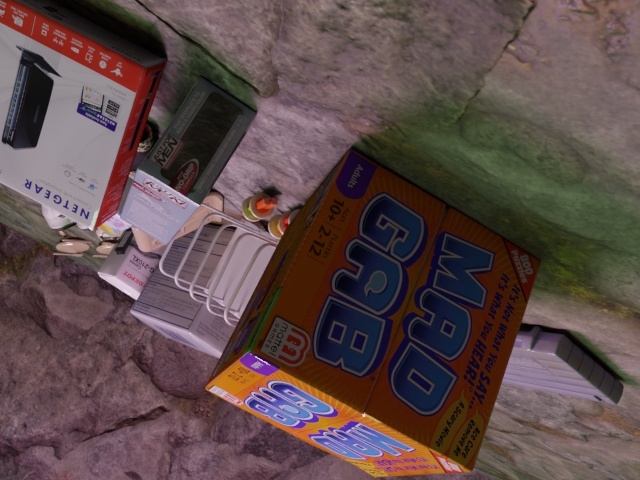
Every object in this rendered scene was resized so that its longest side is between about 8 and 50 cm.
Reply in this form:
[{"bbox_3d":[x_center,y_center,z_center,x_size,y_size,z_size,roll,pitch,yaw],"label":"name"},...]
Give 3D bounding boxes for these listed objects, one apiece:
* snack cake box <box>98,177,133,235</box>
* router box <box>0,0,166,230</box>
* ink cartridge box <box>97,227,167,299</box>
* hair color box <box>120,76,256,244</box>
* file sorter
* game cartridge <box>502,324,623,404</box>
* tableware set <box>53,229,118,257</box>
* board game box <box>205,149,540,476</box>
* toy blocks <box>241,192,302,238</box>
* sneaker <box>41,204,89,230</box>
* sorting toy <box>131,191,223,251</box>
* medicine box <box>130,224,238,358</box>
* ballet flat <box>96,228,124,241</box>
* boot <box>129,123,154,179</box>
[{"bbox_3d":[-0.462,-0.106,1.691,0.089,0.152,0.264,37,161,-19],"label":"snack cake box"},{"bbox_3d":[-0.451,-0.224,1.165,0.335,0.301,0.082,27,-154,2],"label":"router box"},{"bbox_3d":[-0.445,0.035,1.909,0.100,0.237,0.172,7,153,48],"label":"ink cartridge box"},{"bbox_3d":[-0.246,-0.123,1.275,0.113,0.185,0.374,32,162,-11],"label":"hair color box"},{"bbox_3d":[-0.178,0.059,1.515,0.277,0.193,0.173,29,-179,44],"label":"file sorter"},{"bbox_3d":[0.421,0.246,1.522,0.230,0.068,0.355,42,158,-26],"label":"game cartridge"},{"bbox_3d":[-0.635,0.008,2.010,0.194,0.039,0.128,4,159,-31],"label":"tableware set"},{"bbox_3d":[0.072,0.144,1.195,0.356,0.357,0.356,29,155,-8],"label":"board game box"},{"bbox_3d":[-0.080,-0.053,1.438,0.123,0.054,0.148,34,161,-21],"label":"toy blocks"},{"bbox_3d":[-0.710,-0.169,1.953,0.447,0.169,0.257,3,134,56],"label":"sneaker"},{"bbox_3d":[-0.326,-0.046,1.652,0.038,0.208,0.193,64,166,11],"label":"sorting toy"},{"bbox_3d":[-0.288,0.116,1.816,0.263,0.289,0.149,10,154,44],"label":"medicine box"},{"bbox_3d":[-0.583,-0.044,2.062,0.123,0.123,0.348,31,164,-9],"label":"ballet flat"},{"bbox_3d":[-0.427,-0.209,1.481,0.236,0.085,0.179,25,158,7],"label":"boot"}]
